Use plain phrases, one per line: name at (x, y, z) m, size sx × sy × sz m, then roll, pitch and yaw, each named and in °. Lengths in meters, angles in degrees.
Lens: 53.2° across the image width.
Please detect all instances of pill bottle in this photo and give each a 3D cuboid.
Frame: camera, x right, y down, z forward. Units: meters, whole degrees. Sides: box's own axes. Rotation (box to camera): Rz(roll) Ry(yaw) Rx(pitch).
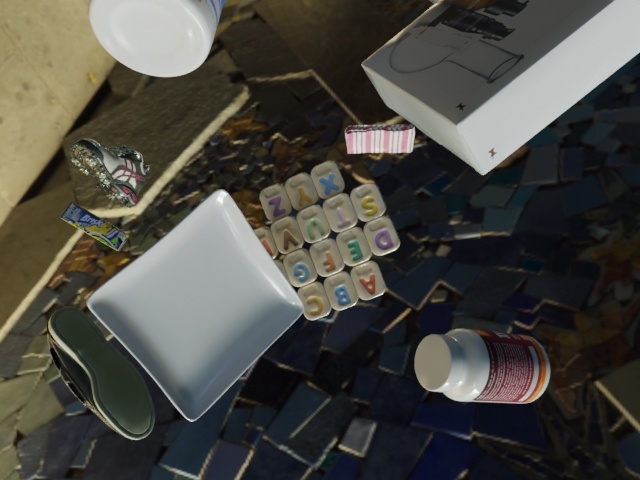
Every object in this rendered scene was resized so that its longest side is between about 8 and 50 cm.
pill bottle at (-0.195, -0.363, 0.850) m, size 0.152 × 0.152 × 0.271 m, roll 54°, pitch 35°, yaw -48°
pill bottle at (0.192, 0.150, 0.763) m, size 0.152 × 0.086 × 0.086 m, roll 10°, pitch 68°, yaw -30°

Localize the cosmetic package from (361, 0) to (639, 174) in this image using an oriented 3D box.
cosmetic package at (0.274, -0.286, 0.857) m, size 0.097 × 0.377 × 0.284 m, roll 50°, pitch 2°, yaw -38°

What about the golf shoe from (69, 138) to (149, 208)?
golf shoe at (-0.481, -0.181, 1.471) m, size 0.120 × 0.105 × 0.273 m, roll -58°, pitch 168°, yaw -14°

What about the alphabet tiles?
alphabet tiles at (0.000, 0.000, 1.227) m, size 0.021 × 0.284 × 0.277 m, roll 5°, pitch 64°, yaw -76°

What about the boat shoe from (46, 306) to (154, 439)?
boat shoe at (-0.506, 0.312, 1.436) m, size 0.340 × 0.113 × 0.127 m, roll 50°, pitch 39°, yaw -1°

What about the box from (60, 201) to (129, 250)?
box at (-0.600, -0.036, 1.707) m, size 0.054 × 0.169 × 0.059 m, roll -59°, pitch -170°, yaw -8°

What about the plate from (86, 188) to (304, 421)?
plate at (-0.190, 0.102, 1.034) m, size 0.278 × 0.045 × 0.277 m, roll -44°, pitch 118°, yaw -23°

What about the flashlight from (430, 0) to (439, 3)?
flashlight at (0.332, -0.428, 1.205) m, size 0.103 × 0.304 × 0.103 m, roll -58°, pitch -176°, yaw -24°

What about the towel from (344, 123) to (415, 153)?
towel at (0.171, -0.286, 1.837) m, size 0.144 × 0.197 × 0.029 m, roll 73°, pitch 18°, yaw -70°
